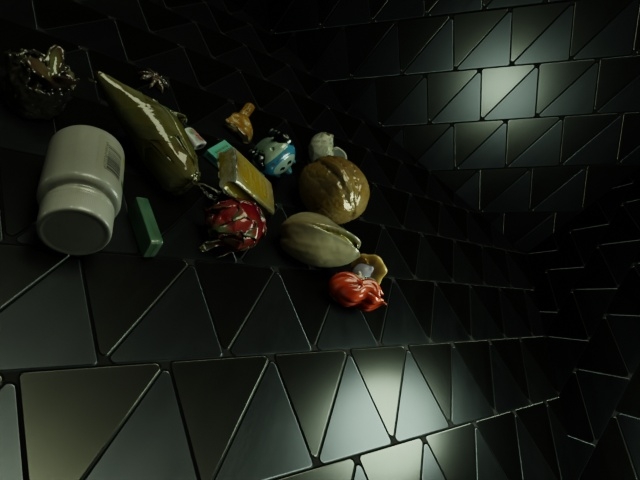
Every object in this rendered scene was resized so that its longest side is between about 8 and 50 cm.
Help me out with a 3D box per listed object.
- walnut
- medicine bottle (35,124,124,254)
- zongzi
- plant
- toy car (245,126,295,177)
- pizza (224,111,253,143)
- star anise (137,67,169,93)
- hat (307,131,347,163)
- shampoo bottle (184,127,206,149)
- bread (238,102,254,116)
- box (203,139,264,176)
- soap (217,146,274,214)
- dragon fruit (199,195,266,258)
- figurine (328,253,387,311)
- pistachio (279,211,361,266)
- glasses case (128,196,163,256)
[{"bbox_3d":[0.056,-0.231,2.268,0.333,0.333,0.332,30,33,-22],"label":"walnut"},{"bbox_3d":[-0.656,-0.139,1.393,0.208,0.208,0.339,20,38,-34],"label":"medicine bottle"},{"bbox_3d":[-0.553,-0.314,1.688,0.446,0.182,0.418,60,10,24],"label":"zongzi"},{"bbox_3d":[-0.870,-0.496,1.571,0.178,0.234,0.204,-8,63,-47],"label":"plant"},{"bbox_3d":[-0.196,-0.365,2.210,0.190,0.188,0.255,48,-5,-26],"label":"toy car"},{"bbox_3d":[-0.379,-0.524,2.342,0.161,0.062,0.182,17,44,-47],"label":"pizza"},{"bbox_3d":[-0.713,-0.690,2.168,0.141,0.042,0.141,28,34,-21],"label":"star anise"},{"bbox_3d":[0.037,-0.421,2.620,0.274,0.161,0.232,63,25,-15],"label":"hat"},{"bbox_3d":[-0.519,-0.415,2.052,0.099,0.043,0.072,47,31,6],"label":"shampoo bottle"},{"bbox_3d":[-0.364,-0.642,2.510,0.052,0.044,0.157,30,32,-11],"label":"bread"},{"bbox_3d":[-0.356,-0.312,2.115,0.229,0.041,0.162,42,31,-4],"label":"box"},{"bbox_3d":[-0.280,-0.211,1.921,0.274,0.089,0.173,43,32,-56],"label":"soap"},{"bbox_3d":[-0.298,-0.050,1.738,0.274,0.193,0.192,-34,109,-58],"label":"dragon fruit"},{"bbox_3d":[0.159,0.178,1.995,0.257,0.181,0.208,-44,116,-53],"label":"figurine"},{"bbox_3d":[0.000,0.000,1.973,0.332,0.226,0.207,21,58,-10],"label":"pistachio"},{"bbox_3d":[-0.533,-0.041,1.540,0.040,0.077,0.184,2,49,-44],"label":"glasses case"}]
